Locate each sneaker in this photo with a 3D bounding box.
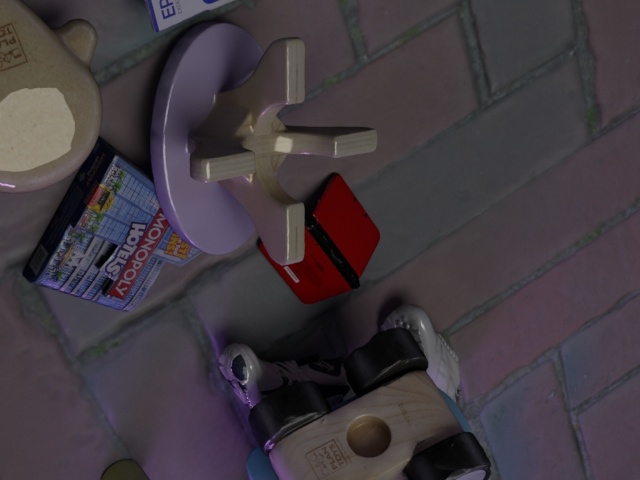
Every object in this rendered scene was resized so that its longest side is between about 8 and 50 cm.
[{"bbox_3d":[-0.037,0.185,1.832,0.153,0.094,0.235,-36,131,-11],"label":"sneaker"},{"bbox_3d":[0.153,0.171,1.966,0.095,0.090,0.235,-37,136,-26],"label":"sneaker"}]

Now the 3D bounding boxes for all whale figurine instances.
[{"bbox_3d":[-0.340,-0.184,1.402,0.216,0.141,0.272,-25,104,-19],"label":"whale figurine"}]

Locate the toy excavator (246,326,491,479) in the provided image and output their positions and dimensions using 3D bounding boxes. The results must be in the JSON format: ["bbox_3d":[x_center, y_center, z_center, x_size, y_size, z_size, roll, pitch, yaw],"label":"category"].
[{"bbox_3d":[0.005,0.376,1.841,0.432,0.222,0.445,-27,152,-11],"label":"toy excavator"}]

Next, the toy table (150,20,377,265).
[{"bbox_3d":[-0.077,-0.107,1.542,0.252,0.161,0.274,-26,118,-35],"label":"toy table"}]

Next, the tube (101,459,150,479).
[{"bbox_3d":[-0.211,0.372,1.733,0.062,0.240,0.070,-45,133,-4],"label":"tube"}]

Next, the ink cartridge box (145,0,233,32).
[{"bbox_3d":[-0.088,-0.419,1.446,0.307,0.072,0.304,-24,129,-16],"label":"ink cartridge box"}]

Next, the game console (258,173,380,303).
[{"bbox_3d":[0.000,0.000,1.795,0.124,0.085,0.144,-20,134,18],"label":"game console"}]

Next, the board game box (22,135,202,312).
[{"bbox_3d":[-0.225,-0.001,1.616,0.194,0.060,0.194,22,104,-39],"label":"board game box"}]
